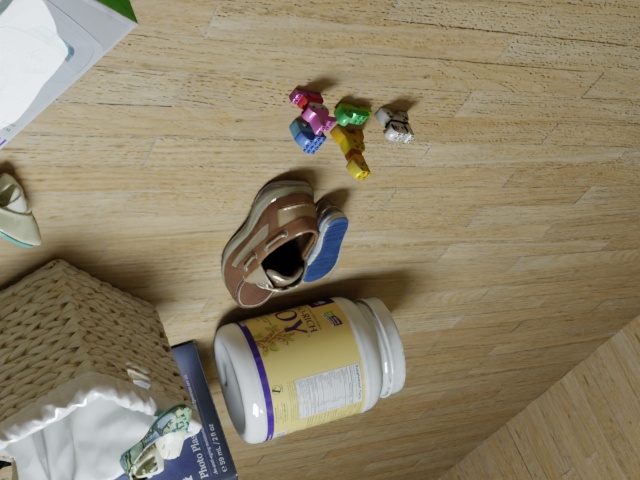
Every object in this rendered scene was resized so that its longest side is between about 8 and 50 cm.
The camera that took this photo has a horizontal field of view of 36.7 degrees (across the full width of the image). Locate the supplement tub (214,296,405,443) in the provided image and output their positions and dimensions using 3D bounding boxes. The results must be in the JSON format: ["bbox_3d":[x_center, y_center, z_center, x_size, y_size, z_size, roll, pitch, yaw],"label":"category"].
[{"bbox_3d":[-0.023,0.247,1.918,0.331,0.241,0.241,-13,150,-18],"label":"supplement tub"}]

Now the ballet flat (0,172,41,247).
[{"bbox_3d":[-0.442,-0.061,1.264,0.086,0.086,0.248,-33,149,17],"label":"ballet flat"}]

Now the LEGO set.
[{"bbox_3d":[0.044,-0.147,1.445,0.227,0.093,0.087,4,142,-40],"label":"LEGO set"}]

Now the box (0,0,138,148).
[{"bbox_3d":[-0.315,-0.235,0.859,0.231,0.262,0.127,-37,149,22],"label":"box"}]

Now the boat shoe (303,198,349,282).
[{"bbox_3d":[0.000,0.000,1.693,0.066,0.066,0.183,-8,142,-31],"label":"boat shoe"}]

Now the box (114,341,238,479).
[{"bbox_3d":[-0.338,0.399,1.887,0.294,0.296,0.182,-18,152,-11],"label":"box"}]

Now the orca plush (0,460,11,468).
[{"bbox_3d":[-0.641,0.399,1.832,0.287,0.102,0.151,-4,126,3],"label":"orca plush"}]

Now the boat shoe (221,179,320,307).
[{"bbox_3d":[-0.085,0.033,1.635,0.123,0.116,0.324,-9,149,-24],"label":"boat shoe"}]

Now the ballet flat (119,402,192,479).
[{"bbox_3d":[-0.252,0.328,1.526,0.070,0.070,0.188,4,141,-40],"label":"ballet flat"}]

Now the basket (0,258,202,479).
[{"bbox_3d":[-0.431,0.242,1.585,0.331,0.266,0.328,-29,151,12],"label":"basket"}]
